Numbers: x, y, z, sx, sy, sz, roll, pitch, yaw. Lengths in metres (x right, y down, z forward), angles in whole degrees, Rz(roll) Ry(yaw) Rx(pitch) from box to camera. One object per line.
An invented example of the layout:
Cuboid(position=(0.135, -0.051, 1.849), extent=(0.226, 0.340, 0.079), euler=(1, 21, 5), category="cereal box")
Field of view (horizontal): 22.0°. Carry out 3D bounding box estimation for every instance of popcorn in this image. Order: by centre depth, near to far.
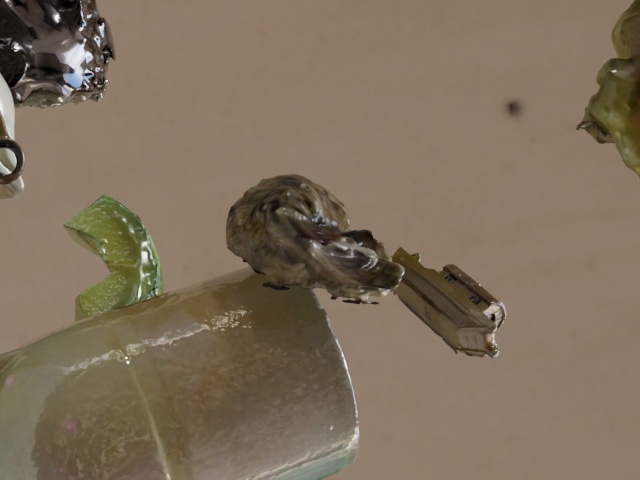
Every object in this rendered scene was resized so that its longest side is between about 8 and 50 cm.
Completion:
Cuboid(position=(0.469, -0.157, 1.833), extent=(0.321, 0.326, 0.290), euler=(-56, 165, -32), category="popcorn")

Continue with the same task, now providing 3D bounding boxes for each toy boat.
Cuboid(position=(0.172, 0.078, 2.224), extent=(0.226, 0.088, 0.068), euler=(42, -29, 43), category="toy boat")

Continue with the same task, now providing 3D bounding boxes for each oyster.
Cuboid(position=(0.005, -0.003, 1.615), extent=(0.294, 0.166, 0.094), euler=(29, -72, 58), category="oyster")

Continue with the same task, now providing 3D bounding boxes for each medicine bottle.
Cuboid(position=(-0.189, 0.185, 1.632), extent=(0.236, 0.406, 0.235), euler=(162, -90, -72), category="medicine bottle")

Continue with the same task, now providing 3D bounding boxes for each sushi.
Cuboid(position=(-0.446, -0.303, 2.140), extent=(0.328, 0.328, 0.285), euler=(-70, 155, -83), category="sushi")

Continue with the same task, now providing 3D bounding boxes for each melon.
Cuboid(position=(-0.238, 0.039, 1.892), extent=(0.064, 0.118, 0.209), euler=(101, -26, -54), category="melon")

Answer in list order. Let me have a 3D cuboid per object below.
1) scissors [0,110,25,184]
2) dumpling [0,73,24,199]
Cuboid(position=(-0.339, -0.162, 1.657), extent=(0.017, 0.088, 0.220), euler=(133, -42, -65), category="scissors")
Cuboid(position=(-0.419, -0.142, 1.746), extent=(0.179, 0.131, 0.252), euler=(-3, -55, 40), category="dumpling")
